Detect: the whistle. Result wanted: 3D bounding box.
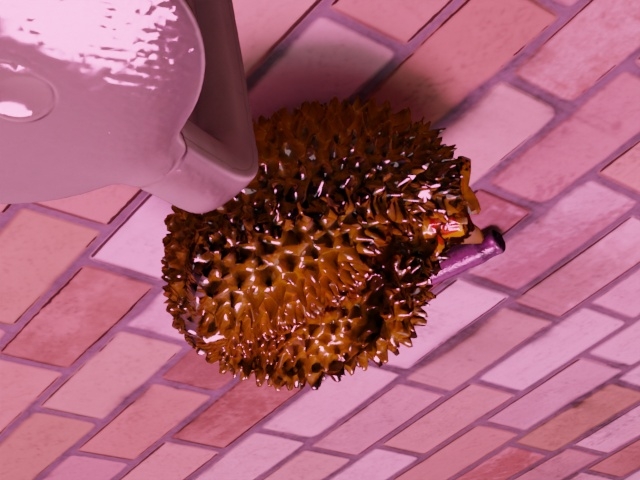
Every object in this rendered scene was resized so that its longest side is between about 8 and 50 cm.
[{"bbox_3d":[0.123,0.035,1.325,0.176,0.033,0.033,-25,143,18],"label":"whistle"}]

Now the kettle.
[{"bbox_3d":[-0.170,-0.183,0.689,0.205,0.318,0.265,-14,144,0],"label":"kettle"}]

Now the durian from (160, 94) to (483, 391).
[{"bbox_3d":[-0.008,-0.007,1.071,0.293,0.258,0.258,-36,139,19],"label":"durian"}]
